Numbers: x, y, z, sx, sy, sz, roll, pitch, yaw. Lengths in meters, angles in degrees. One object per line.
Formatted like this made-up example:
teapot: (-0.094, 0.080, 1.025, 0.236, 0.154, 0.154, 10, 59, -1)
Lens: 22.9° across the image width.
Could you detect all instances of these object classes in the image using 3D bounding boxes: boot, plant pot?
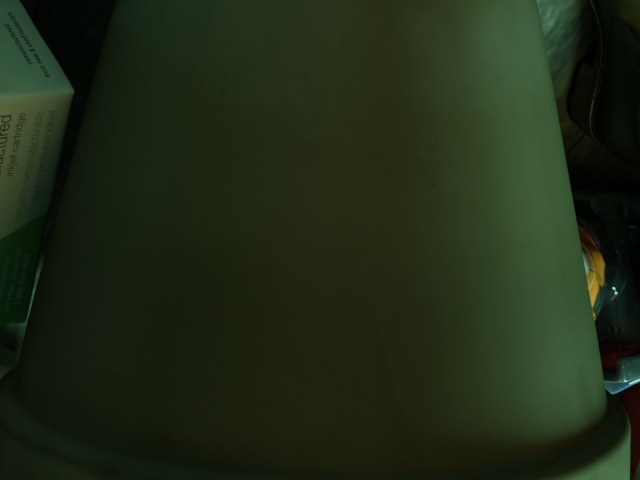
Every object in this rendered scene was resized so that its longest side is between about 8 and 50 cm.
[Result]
boot: (0.220, -0.128, 0.985, 0.082, 0.106, 0.219, -22, 139, -18)
plant pot: (0.000, 0.000, 0.774, 0.323, 0.323, 0.280, -3, 101, -35)

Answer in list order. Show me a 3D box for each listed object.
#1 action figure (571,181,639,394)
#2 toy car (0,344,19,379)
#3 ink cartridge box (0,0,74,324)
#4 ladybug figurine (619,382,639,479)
action figure: (0.201, 0.012, 1.028, 0.330, 0.341, 0.179, 8, 83, -50)
toy car: (-0.252, 0.184, 0.926, 0.219, 0.210, 0.238, 15, 148, -33)
ink cartridge box: (-0.241, -0.029, 0.752, 0.212, 0.093, 0.154, -5, 132, -31)
ladybug figurine: (0.421, 0.115, 1.335, 0.449, 0.162, 0.305, -21, 138, -19)
